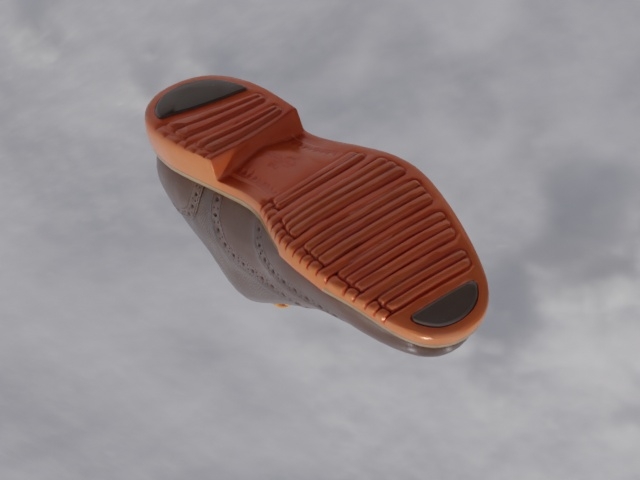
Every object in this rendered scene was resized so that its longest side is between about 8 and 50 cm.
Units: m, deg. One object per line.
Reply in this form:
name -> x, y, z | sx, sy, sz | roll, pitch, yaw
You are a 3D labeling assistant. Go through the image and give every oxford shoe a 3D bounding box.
oxford shoe -> 0.000, 0.000, 1.408 | 0.130, 0.364, 0.132 | -26, 133, -25
